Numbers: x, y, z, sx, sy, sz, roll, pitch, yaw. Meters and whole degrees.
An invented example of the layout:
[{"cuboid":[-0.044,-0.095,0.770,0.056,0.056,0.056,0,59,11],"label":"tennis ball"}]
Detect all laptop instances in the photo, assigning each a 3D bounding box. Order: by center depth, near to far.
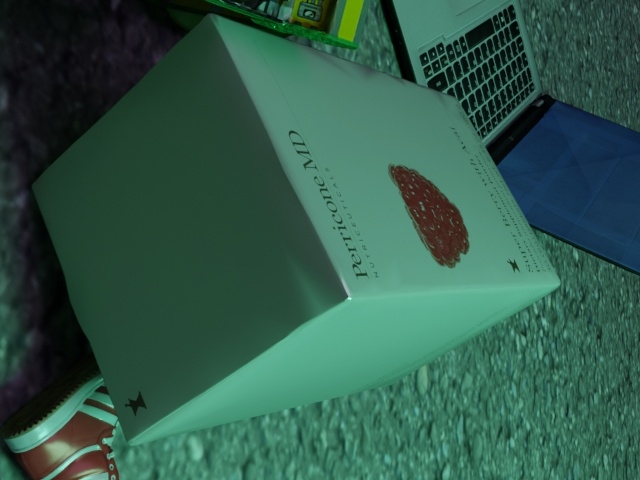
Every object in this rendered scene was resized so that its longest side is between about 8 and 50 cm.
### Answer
[{"cuboid":[0.297,-0.192,1.044,0.382,0.236,0.407,-40,117,-52],"label":"laptop"}]

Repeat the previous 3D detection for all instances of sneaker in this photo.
[{"cuboid":[-0.131,0.108,0.530,0.118,0.042,0.067,-40,114,-46],"label":"sneaker"}]

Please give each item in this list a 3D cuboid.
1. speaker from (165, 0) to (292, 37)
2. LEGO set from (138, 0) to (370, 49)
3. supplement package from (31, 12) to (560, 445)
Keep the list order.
[{"cuboid":[-0.057,-0.305,0.644,0.131,0.131,0.296,13,73,-54],"label":"speaker"},{"cuboid":[-0.107,-0.228,0.419,0.331,0.255,0.192,8,102,-39],"label":"LEGO set"},{"cuboid":[0.000,0.000,0.580,0.293,0.175,0.177,1,59,-56],"label":"supplement package"}]
